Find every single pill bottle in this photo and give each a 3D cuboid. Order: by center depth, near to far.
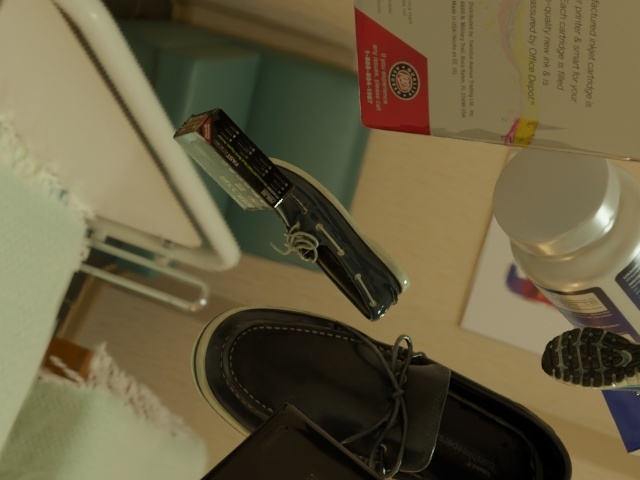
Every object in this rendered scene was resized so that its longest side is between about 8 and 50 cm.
[{"bbox_3d":[0.295,0.007,1.198,0.265,0.153,0.153,41,66,-46],"label":"pill bottle"}]

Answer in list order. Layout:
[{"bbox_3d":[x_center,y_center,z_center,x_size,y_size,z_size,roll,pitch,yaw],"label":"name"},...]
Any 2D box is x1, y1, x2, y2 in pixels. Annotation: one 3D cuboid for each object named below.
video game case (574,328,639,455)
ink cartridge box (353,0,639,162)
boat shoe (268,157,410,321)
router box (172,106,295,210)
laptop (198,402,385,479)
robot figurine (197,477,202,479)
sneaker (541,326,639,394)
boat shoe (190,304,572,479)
[{"bbox_3d":[0.472,0.192,1.644,0.244,0.061,0.269,22,42,-48],"label":"video game case"},{"bbox_3d":[0.189,-0.200,0.945,0.131,0.306,0.226,-50,144,-53],"label":"ink cartridge box"},{"bbox_3d":[0.000,0.000,1.447,0.079,0.254,0.095,-47,-176,-23],"label":"boat shoe"},{"bbox_3d":[-0.095,-0.086,1.214,0.038,0.122,0.092,-49,-163,-15],"label":"router box"},{"bbox_3d":[-0.015,0.439,0.996,0.382,0.408,0.236,-39,152,-28],"label":"laptop"},{"bbox_3d":[-0.129,0.372,1.080,0.173,0.209,0.278,105,-6,-45],"label":"robot figurine"},{"bbox_3d":[0.296,0.129,1.085,0.073,0.162,0.063,68,30,-57],"label":"sneaker"},{"bbox_3d":[0.086,0.206,1.347,0.156,0.500,0.186,-35,-148,62],"label":"boat shoe"}]
